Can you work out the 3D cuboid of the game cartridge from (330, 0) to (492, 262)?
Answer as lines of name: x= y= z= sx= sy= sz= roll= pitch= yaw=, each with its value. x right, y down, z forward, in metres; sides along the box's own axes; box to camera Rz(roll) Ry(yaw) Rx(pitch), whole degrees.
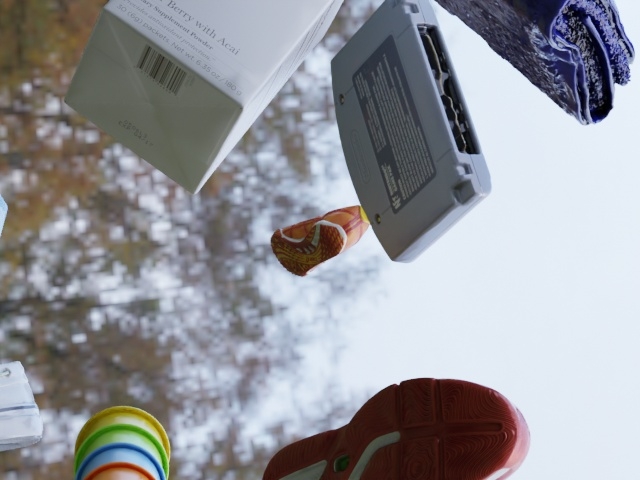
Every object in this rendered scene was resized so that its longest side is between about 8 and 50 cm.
game cartridge: x=0.100 y=-0.133 z=2.073 sx=0.196 sy=0.060 sz=0.294 roll=-40 pitch=-124 yaw=43

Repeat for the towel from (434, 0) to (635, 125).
towel: x=0.106 y=-0.233 z=1.292 sx=0.308 sy=0.076 sz=0.227 roll=44 pitch=-1 yaw=22

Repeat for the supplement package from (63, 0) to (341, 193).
supplement package: x=-0.105 y=-0.231 z=1.817 sx=0.177 sy=0.293 sz=0.175 roll=35 pitch=-37 yaw=0

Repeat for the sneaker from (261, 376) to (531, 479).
sneaker: x=0.075 y=0.154 z=1.123 sx=0.221 sy=0.128 sz=0.087 roll=-20 pitch=-121 yaw=43

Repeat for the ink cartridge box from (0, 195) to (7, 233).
ink cartridge box: x=-0.237 y=0.049 z=0.884 sx=0.061 sy=0.104 sz=0.181 roll=99 pitch=2 yaw=-76

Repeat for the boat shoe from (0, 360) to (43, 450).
boat shoe: x=-0.323 y=0.135 z=1.338 sx=0.083 sy=0.226 sz=0.076 roll=-26 pitch=-107 yaw=38

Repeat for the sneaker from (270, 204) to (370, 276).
sneaker: x=0.000 y=0.000 z=2.009 sx=0.175 sy=0.067 sz=0.064 roll=-13 pitch=-74 yaw=56

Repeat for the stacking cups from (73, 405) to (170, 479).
stacking cups: x=-0.174 y=0.233 z=1.537 sx=0.316 sy=0.096 sz=0.096 roll=-131 pitch=-140 yaw=-78
